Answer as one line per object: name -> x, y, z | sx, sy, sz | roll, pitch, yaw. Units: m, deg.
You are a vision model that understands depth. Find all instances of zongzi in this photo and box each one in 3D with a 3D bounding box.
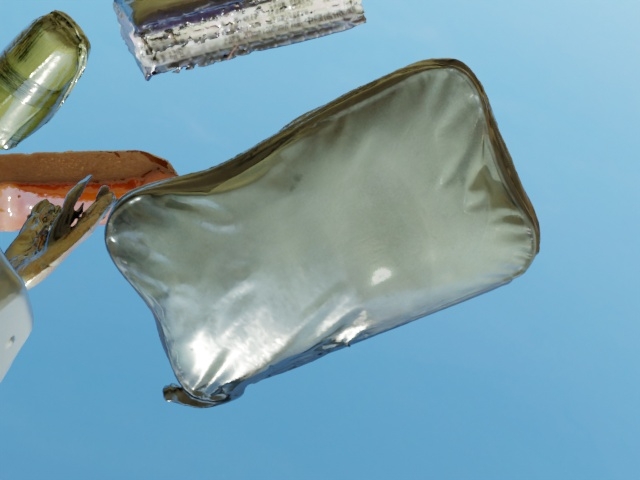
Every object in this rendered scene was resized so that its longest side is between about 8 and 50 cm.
zongzi -> -0.187, -0.122, 0.660 | 0.052, 0.104, 0.113 | 46, -157, -10

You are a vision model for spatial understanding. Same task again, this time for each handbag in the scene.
handbag -> -0.003, 0.001, 0.735 | 0.075, 0.332, 0.191 | -100, -15, -73

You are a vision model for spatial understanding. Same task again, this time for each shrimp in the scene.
shrimp -> -0.278, -0.017, 0.994 | 0.046, 0.152, 0.219 | 47, -168, -20

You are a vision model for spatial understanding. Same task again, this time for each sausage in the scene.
sausage -> -0.353, -0.066, 1.220 | 0.349, 0.097, 0.094 | -4, -139, -17

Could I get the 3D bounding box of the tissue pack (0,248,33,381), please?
tissue pack -> -0.361, 0.018, 0.620 | 0.236, 0.333, 0.229 | 25, -116, 15

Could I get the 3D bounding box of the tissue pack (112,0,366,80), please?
tissue pack -> -0.122, -0.344, 1.341 | 0.333, 0.123, 0.245 | -17, -148, -12
